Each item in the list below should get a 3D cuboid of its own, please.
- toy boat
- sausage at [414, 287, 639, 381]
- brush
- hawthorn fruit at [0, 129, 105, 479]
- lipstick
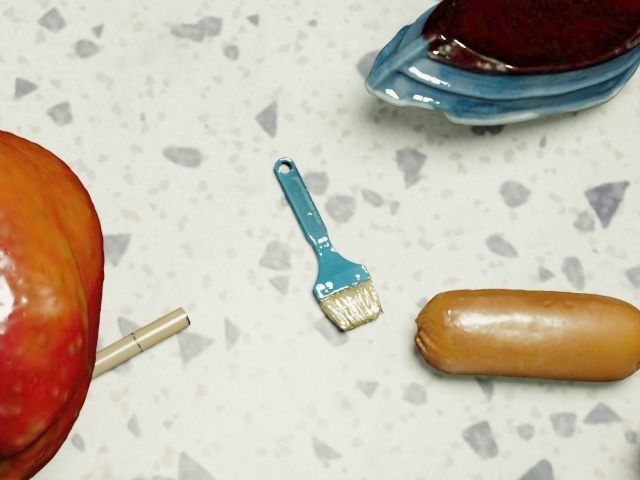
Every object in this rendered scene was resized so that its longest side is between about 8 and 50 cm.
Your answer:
[{"bbox_3d":[0.171,-0.160,1.139,0.309,0.142,0.129,-13,71,-30],"label":"toy boat"},{"bbox_3d":[0.175,0.078,1.091,0.197,0.076,0.076,4,72,-6],"label":"sausage"},{"bbox_3d":[0.000,0.000,1.120,0.051,0.014,0.164,-22,76,-16],"label":"brush"},{"bbox_3d":[-0.275,0.072,0.920,0.265,0.265,0.307,-16,61,-13],"label":"hawthorn fruit"},{"bbox_3d":[-0.151,0.084,1.067,0.094,0.019,0.019,-28,78,-16],"label":"lipstick"}]
